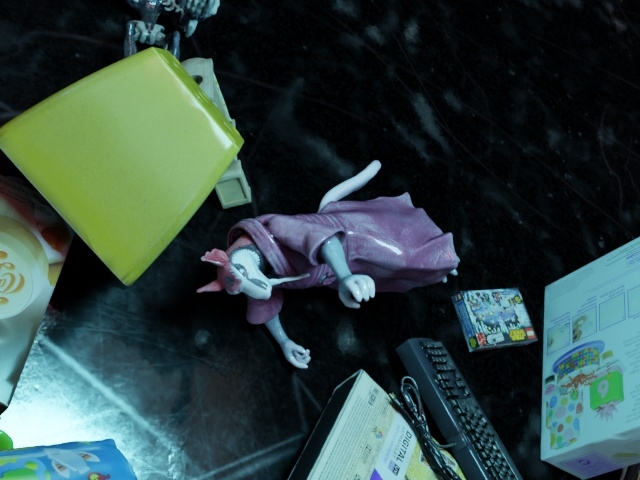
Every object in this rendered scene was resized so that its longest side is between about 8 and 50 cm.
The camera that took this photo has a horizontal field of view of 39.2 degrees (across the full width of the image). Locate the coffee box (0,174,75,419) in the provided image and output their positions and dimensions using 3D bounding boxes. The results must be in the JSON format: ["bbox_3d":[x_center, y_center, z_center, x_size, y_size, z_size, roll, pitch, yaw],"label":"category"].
[{"bbox_3d":[-0.363,0.059,0.949,0.141,0.098,0.246,26,51,-22],"label":"coffee box"}]

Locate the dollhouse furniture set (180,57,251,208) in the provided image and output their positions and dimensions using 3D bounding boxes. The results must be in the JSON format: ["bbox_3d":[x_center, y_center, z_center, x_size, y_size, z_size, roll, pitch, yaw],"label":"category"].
[{"bbox_3d":[-0.196,-0.132,1.214,0.161,0.181,0.101,-13,43,4],"label":"dollhouse furniture set"}]

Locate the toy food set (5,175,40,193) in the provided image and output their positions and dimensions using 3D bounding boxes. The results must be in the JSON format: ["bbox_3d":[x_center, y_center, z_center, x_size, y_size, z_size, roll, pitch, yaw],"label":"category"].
[{"bbox_3d":[-0.339,-0.051,1.062,0.122,0.078,0.019,28,95,-28],"label":"toy food set"}]

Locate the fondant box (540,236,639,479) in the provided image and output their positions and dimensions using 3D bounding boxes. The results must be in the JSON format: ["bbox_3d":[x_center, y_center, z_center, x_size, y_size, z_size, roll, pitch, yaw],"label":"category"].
[{"bbox_3d":[0.462,0.176,1.393,0.096,0.238,0.330,30,50,-21],"label":"fondant box"}]

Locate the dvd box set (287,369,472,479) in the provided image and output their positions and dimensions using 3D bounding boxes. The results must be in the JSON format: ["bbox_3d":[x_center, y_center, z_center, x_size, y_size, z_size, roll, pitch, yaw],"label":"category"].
[{"bbox_3d":[0.137,0.395,1.101,0.420,0.062,0.307,44,34,-7],"label":"dvd box set"}]

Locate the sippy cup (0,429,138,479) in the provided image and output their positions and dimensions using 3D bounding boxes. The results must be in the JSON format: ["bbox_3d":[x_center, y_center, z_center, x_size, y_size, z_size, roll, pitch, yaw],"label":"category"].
[{"bbox_3d":[-0.266,0.277,0.772,0.224,0.240,0.305,-11,62,-28],"label":"sippy cup"}]

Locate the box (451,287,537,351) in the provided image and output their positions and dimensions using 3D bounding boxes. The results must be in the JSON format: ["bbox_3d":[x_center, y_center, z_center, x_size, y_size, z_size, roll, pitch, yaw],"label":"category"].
[{"bbox_3d":[0.278,0.125,1.433,0.137,0.027,0.093,-2,66,-37],"label":"box"}]

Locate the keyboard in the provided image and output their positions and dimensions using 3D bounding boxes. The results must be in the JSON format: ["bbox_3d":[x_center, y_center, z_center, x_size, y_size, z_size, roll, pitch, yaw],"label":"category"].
[{"bbox_3d":[0.195,0.270,1.219,0.202,0.033,0.317,3,51,-52],"label":"keyboard"}]

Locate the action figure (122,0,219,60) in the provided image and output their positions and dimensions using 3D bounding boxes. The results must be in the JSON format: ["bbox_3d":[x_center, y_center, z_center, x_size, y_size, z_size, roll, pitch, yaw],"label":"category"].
[{"bbox_3d":[-0.227,-0.330,1.258,0.164,0.141,0.275,10,62,-29],"label":"action figure"}]

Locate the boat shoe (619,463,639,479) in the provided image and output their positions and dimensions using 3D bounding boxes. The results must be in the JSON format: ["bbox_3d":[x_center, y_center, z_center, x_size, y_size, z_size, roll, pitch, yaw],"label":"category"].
[{"bbox_3d":[0.509,0.402,1.408,0.081,0.069,0.227,40,47,-11],"label":"boat shoe"}]

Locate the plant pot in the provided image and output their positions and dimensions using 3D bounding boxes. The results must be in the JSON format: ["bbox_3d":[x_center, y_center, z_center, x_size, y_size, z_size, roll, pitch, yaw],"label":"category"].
[{"bbox_3d":[-0.205,-0.106,1.029,0.212,0.187,0.212,49,5,-9],"label":"plant pot"}]

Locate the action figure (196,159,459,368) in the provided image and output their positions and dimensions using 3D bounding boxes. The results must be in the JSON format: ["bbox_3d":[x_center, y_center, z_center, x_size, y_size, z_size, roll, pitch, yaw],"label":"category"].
[{"bbox_3d":[0.000,0.000,1.153,0.370,0.248,0.275,-2,64,-40],"label":"action figure"}]
